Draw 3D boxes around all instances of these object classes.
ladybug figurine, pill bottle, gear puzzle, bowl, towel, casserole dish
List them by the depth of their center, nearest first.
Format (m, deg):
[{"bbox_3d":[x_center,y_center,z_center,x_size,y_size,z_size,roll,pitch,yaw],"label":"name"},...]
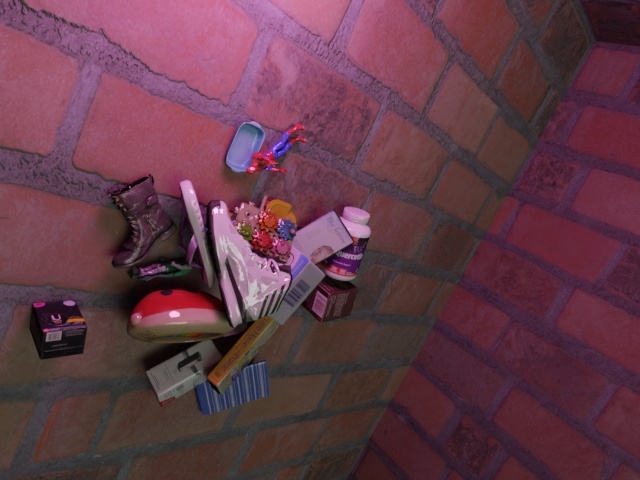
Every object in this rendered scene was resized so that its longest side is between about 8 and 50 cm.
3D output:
[{"bbox_3d":[-0.272,-0.333,1.530,0.114,0.037,0.188,15,107,-47],"label":"casserole dish"},{"bbox_3d":[-0.497,0.274,1.568,0.305,0.162,0.449,-15,162,19],"label":"ladybug figurine"},{"bbox_3d":[-0.244,-0.055,1.596,0.338,0.044,0.176,22,70,-21],"label":"gear puzzle"},{"bbox_3d":[-0.382,0.338,1.864,0.142,0.053,0.142,-8,121,-41],"label":"bowl"},{"bbox_3d":[-0.408,0.682,2.017,0.335,0.040,0.243,-12,123,-17],"label":"towel"},{"bbox_3d":[0.124,0.014,2.021,0.181,0.181,0.323,-3,118,-42],"label":"pill bottle"}]

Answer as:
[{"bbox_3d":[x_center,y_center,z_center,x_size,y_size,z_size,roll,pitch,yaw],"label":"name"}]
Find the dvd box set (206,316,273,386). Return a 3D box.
[{"bbox_3d":[-0.307,0.453,1.840,0.420,0.062,0.308,-49,170,-25],"label":"dvd box set"}]

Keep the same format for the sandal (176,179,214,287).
[{"bbox_3d":[-0.449,-0.014,1.497,0.102,0.169,0.416,-13,123,-15],"label":"sandal"}]

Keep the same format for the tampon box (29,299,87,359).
[{"bbox_3d":[-0.810,0.271,1.337,0.120,0.161,0.101,1,115,-45],"label":"tampon box"}]

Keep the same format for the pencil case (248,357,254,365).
[{"bbox_3d":[-0.359,0.604,2.055,0.070,0.064,0.152,-56,163,-69],"label":"pencil case"}]

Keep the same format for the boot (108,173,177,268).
[{"bbox_3d":[-0.600,-0.063,1.375,0.263,0.091,0.229,-45,138,-25],"label":"boot"}]

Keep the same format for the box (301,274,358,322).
[{"bbox_3d":[0.045,0.278,2.134,0.203,0.167,0.169,-4,118,-42],"label":"box"}]

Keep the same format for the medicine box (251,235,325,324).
[{"bbox_3d":[-0.180,0.139,1.739,0.263,0.289,0.149,-49,140,-6],"label":"medicine box"}]

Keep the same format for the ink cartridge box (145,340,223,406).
[{"bbox_3d":[-0.541,0.528,1.744,0.272,0.114,0.197,-25,158,-28],"label":"ink cartridge box"}]

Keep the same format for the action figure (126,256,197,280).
[{"bbox_3d":[-0.537,0.095,1.525,0.232,0.137,0.064,-9,110,-49],"label":"action figure"}]

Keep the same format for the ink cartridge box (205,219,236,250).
[{"bbox_3d":[-0.347,-0.010,1.634,0.143,0.092,0.090,-21,127,-33],"label":"ink cartridge box"}]

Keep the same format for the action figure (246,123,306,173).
[{"bbox_3d":[-0.139,-0.307,1.566,0.280,0.139,0.091,-40,147,-24],"label":"action figure"}]

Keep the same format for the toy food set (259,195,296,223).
[{"bbox_3d":[-0.192,-0.100,1.745,0.218,0.071,0.128,21,77,-50],"label":"toy food set"}]

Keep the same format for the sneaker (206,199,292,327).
[{"bbox_3d":[-0.243,0.061,1.516,0.257,0.169,0.448,-14,103,-17],"label":"sneaker"}]

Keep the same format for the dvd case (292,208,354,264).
[{"bbox_3d":[0.000,0.000,1.894,0.253,0.022,0.180,-31,112,8],"label":"dvd case"}]
